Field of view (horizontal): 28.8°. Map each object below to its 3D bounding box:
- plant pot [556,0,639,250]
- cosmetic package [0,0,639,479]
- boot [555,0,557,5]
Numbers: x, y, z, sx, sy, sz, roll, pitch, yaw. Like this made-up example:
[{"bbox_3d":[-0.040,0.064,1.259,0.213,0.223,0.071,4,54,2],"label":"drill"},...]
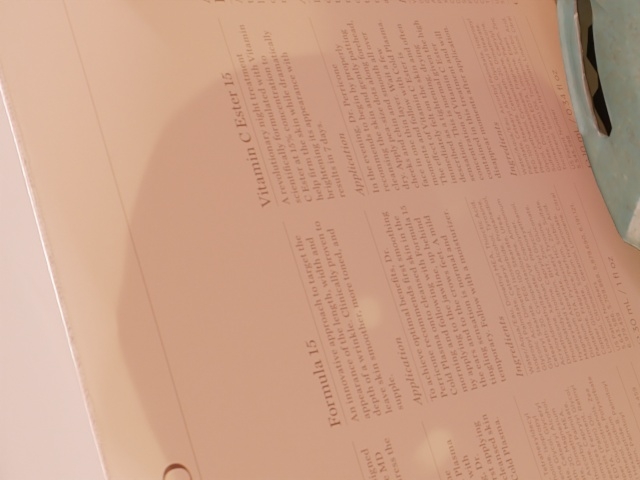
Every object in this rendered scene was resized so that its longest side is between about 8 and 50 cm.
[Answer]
[{"bbox_3d":[0.287,-0.099,0.429,0.334,0.341,0.341,-13,66,-17],"label":"plant pot"},{"bbox_3d":[0.000,0.000,0.498,0.284,0.097,0.377,-7,74,-40],"label":"cosmetic package"},{"bbox_3d":[0.196,-0.119,1.054,0.118,0.338,0.222,-26,90,-16],"label":"boot"}]
